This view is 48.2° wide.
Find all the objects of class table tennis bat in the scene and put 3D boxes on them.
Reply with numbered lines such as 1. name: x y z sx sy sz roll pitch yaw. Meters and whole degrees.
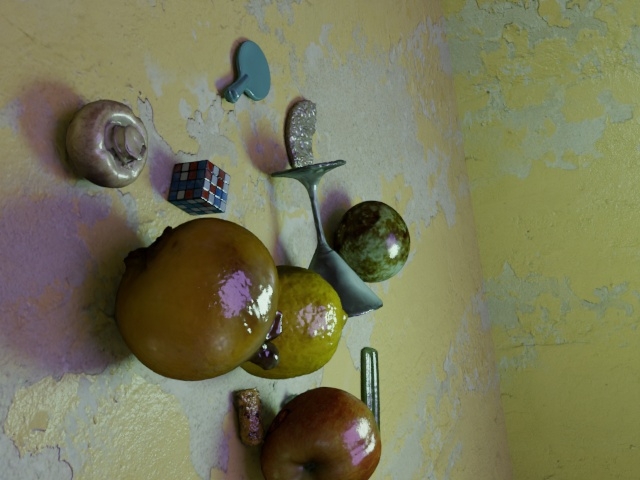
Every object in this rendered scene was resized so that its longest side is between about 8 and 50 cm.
1. table tennis bat: -0.184 -0.415 1.819 0.153 0.040 0.244 68 29 -29

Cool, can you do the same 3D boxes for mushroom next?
1. mushroom: -0.384 -0.179 1.317 0.166 0.127 0.166 -7 90 -69

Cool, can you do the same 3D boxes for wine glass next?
1. wine glass: 0.000 0.000 1.911 0.267 0.267 0.406 -20 99 -61

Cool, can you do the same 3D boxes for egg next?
1. egg: 0.157 -0.006 2.207 0.290 0.238 0.238 -92 159 -45

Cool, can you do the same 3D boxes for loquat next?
1. loquat: -0.213 0.126 1.376 0.359 0.328 0.328 43 44 -17

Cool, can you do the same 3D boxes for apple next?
1. apple: -0.007 0.518 1.755 0.250 0.277 0.309 -35 153 -50

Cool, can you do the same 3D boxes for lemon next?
1. lemon: -0.093 0.190 1.679 0.321 0.268 0.268 4 82 -23

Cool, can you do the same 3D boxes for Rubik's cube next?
1. Rubik's cube: -0.265 -0.114 1.569 0.092 0.092 0.092 36 57 -56

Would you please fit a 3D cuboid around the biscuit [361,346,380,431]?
1. biscuit: 0.170 0.516 2.378 0.099 0.038 0.323 9 79 -59

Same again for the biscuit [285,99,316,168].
1. biscuit: -0.057 -0.297 2.048 0.133 0.032 0.250 23 68 -58

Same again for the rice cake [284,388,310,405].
1. rice cake: -0.046 0.506 1.942 0.069 0.063 0.207 -35 117 -52

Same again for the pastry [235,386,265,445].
1. pastry: -0.170 0.427 1.730 0.080 0.056 0.140 7 75 -69
